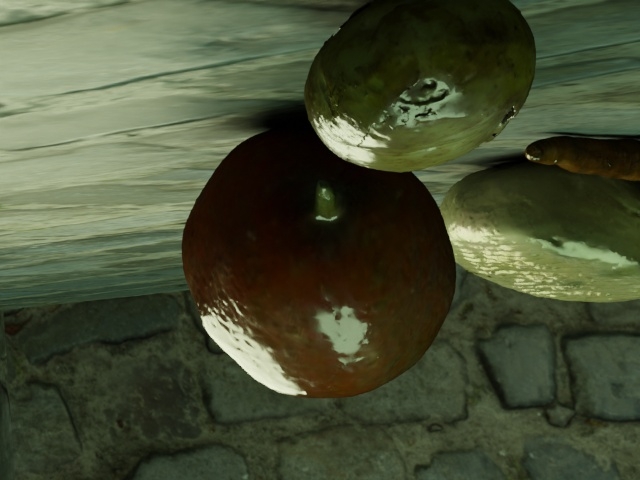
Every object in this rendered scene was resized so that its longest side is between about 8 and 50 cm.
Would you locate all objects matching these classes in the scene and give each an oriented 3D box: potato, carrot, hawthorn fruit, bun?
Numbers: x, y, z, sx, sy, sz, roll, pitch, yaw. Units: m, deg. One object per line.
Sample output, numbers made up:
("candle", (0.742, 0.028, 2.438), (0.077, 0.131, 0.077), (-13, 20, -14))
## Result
("potato", (0.045, -0.076, 0.874), (0.107, 0.080, 0.170), (-4, 171, 0))
("carrot", (0.221, -0.069, 1.508), (0.165, 0.036, 0.035), (2, 172, -42))
("hawthorn fruit", (0.000, 0.000, 1.268), (0.199, 0.199, 0.251), (-4, 160, -4))
("bun", (0.225, -0.017, 1.676), (0.237, 0.116, 0.210), (19, 164, -41))
